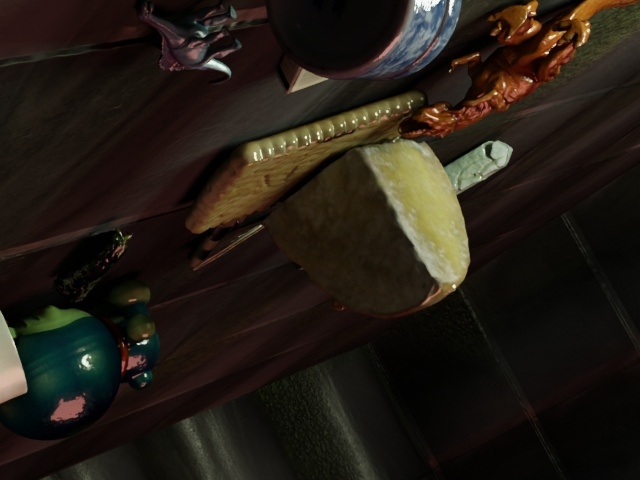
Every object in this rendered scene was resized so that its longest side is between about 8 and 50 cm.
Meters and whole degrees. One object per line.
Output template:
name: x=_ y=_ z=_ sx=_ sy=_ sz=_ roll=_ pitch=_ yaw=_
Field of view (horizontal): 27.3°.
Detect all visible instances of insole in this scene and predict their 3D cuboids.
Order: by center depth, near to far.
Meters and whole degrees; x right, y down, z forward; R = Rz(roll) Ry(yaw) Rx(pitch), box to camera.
insole: x=-0.119 y=-0.004 z=2.018 sx=0.193 sy=0.006 sz=0.065 roll=-33 pitch=178 yaw=-32

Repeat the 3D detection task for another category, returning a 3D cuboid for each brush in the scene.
brush: x=-0.156 y=-0.002 z=1.936 sx=0.039 sy=0.042 sz=0.299 roll=-66 pitch=-173 yaw=-24

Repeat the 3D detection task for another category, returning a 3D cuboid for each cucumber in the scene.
cucumber: x=-0.298 y=0.031 z=1.711 sx=0.053 sy=0.053 sz=0.181 roll=-19 pitch=167 yaw=-39

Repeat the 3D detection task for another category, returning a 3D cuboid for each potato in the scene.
potato: x=0.089 y=0.011 z=1.803 sx=0.211 sy=0.264 sz=0.189 roll=-42 pitch=154 yaw=26

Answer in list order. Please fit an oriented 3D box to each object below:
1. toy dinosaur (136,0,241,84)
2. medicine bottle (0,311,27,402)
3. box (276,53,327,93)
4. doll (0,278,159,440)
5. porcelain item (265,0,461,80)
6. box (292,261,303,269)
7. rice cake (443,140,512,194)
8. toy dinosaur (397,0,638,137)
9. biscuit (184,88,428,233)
toy dinosaur: x=-0.113 y=-0.180 z=1.184 sx=0.080 sy=0.045 sz=0.197 roll=-16 pitch=164 yaw=11
medicine bottle: x=-0.506 y=0.177 z=1.556 sx=0.293 sy=0.170 sz=0.170 roll=-23 pitch=169 yaw=-21
box: x=0.039 y=-0.232 z=1.341 sx=0.129 sy=0.033 sz=0.247 roll=-23 pitch=169 yaw=-21
doll: x=-0.356 y=0.176 z=1.905 sx=0.322 sy=0.186 sz=0.198 roll=-22 pitch=168 yaw=-44
porcelain item: x=0.040 y=-0.210 z=1.132 sx=0.147 sy=0.147 sz=0.114 roll=-33 pitch=168 yaw=28
box: x=0.000 y=0.000 z=2.243 sx=0.069 sy=0.084 sz=0.122 roll=-3 pitch=155 yaw=-44
rice cake: x=0.198 y=-0.084 z=2.382 sx=0.336 sy=0.063 sz=0.066 roll=-33 pitch=176 yaw=21
toy dinosaur: x=0.293 y=-0.255 z=1.698 sx=0.432 sy=0.097 sz=0.208 roll=-30 pitch=169 yaw=-6
biscuit: x=-0.020 y=-0.109 z=1.750 sx=0.325 sy=0.044 sz=0.217 roll=-21 pitch=167 yaw=-33
